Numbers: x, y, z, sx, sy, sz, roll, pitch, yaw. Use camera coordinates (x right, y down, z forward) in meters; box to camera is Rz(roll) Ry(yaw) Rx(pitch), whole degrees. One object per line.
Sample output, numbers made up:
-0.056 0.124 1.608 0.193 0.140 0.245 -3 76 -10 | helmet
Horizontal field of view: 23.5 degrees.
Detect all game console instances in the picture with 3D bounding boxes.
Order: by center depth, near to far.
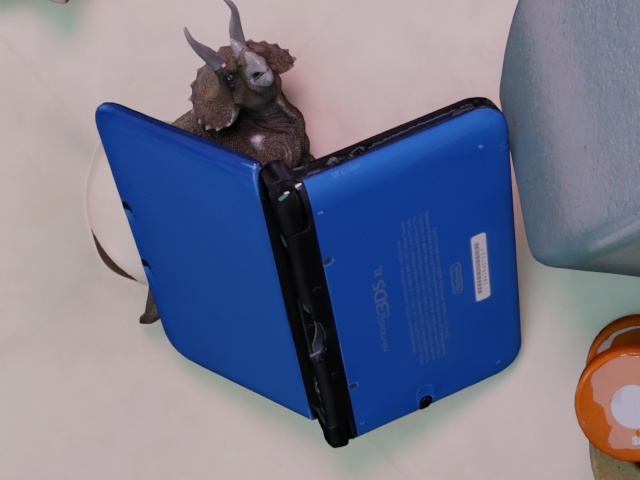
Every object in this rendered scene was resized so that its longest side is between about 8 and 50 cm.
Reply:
0.000 0.000 1.162 0.250 0.293 0.173 -23 49 -11 | game console

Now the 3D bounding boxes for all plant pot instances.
0.258 -0.090 1.032 0.252 0.247 0.247 -38 53 51 | plant pot

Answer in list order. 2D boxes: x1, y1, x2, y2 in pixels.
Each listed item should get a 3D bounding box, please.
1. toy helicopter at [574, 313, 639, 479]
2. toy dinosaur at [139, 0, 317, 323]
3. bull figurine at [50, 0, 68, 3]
0.371 0.126 1.114 0.355 0.140 0.235 -25 91 16 | toy helicopter
-0.075 -0.052 1.244 0.160 0.121 0.313 45 134 4 | toy dinosaur
-0.329 -0.277 1.283 0.310 0.101 0.188 44 110 6 | bull figurine
